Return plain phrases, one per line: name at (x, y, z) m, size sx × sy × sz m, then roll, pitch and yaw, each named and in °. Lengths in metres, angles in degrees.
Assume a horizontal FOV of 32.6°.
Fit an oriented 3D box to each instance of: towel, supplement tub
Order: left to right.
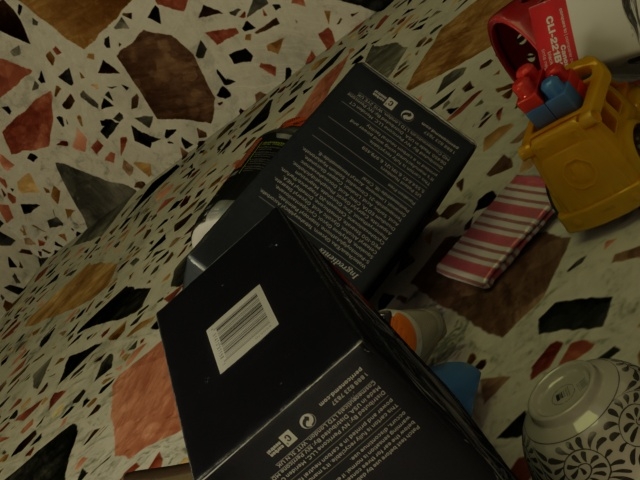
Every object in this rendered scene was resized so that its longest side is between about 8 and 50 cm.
supplement tub at (-0.082, -0.072, 2.066) m, size 0.207 × 0.207 × 0.338 m, roll -24°, pitch 25°, yaw 46°
towel at (0.256, -0.013, 1.506) m, size 0.197 × 0.029 × 0.144 m, roll -48°, pitch 18°, yaw -7°

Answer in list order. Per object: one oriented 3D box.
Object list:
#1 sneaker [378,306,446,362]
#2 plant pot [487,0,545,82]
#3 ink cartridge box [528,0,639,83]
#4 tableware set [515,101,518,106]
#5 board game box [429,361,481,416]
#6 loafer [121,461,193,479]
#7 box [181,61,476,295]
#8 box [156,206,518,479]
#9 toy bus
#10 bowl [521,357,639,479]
sneaker at (0.070, 0.177, 1.390) m, size 0.121 × 0.099 × 0.262 m, roll -10°, pitch -29°, yaw -48°
plant pot at (0.379, -0.315, 1.679) m, size 0.174 × 0.191 × 0.191 m, roll -38°, pitch 17°, yaw -7°
ink cartridge box at (0.445, -0.293, 1.424) m, size 0.197 × 0.114 × 0.273 m, roll -7°, pitch -6°, yaw -42°
tableware set at (0.390, -0.266, 1.806) m, size 0.154 × 0.024 × 0.104 m, roll -41°, pitch 17°, yaw 7°
board game box at (0.129, 0.213, 1.244) m, size 0.133 × 0.033 × 0.168 m, roll -24°, pitch 31°, yaw 36°
loafer at (-0.215, 0.366, 1.460) m, size 0.366 × 0.130 × 0.134 m, roll -37°, pitch 19°, yaw 17°
box at (0.000, 0.000, 1.558) m, size 0.395 × 0.212 × 0.293 m, roll -51°, pitch -6°, yaw -25°
box at (0.026, 0.177, 1.037) m, size 0.179 × 0.312 × 0.343 m, roll -41°, pitch 24°, yaw 3°
toy bus at (0.329, -0.153, 1.369) m, size 0.149 × 0.211 × 0.220 m, roll -30°, pitch 20°, yaw 39°
bowl at (0.246, 0.165, 1.021) m, size 0.170 × 0.080 × 0.170 m, roll -38°, pitch 19°, yaw 16°
